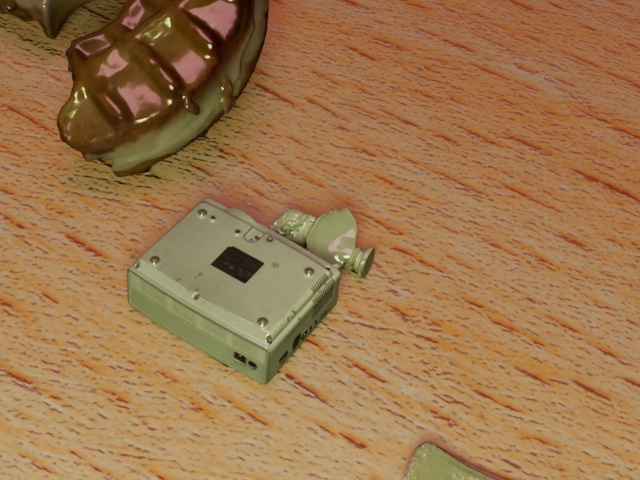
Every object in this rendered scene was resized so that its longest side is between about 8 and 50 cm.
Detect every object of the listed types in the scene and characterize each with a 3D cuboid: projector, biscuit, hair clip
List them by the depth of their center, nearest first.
[{"bbox_3d":[0.130,0.197,0.890,0.137,0.022,0.054,18,48,10],"label":"hair clip"},{"bbox_3d":[-0.073,0.037,0.993,0.147,0.061,0.115,28,48,18],"label":"projector"},{"bbox_3d":[-0.191,-0.243,1.158,0.268,0.115,0.366,-36,62,-6],"label":"biscuit"}]

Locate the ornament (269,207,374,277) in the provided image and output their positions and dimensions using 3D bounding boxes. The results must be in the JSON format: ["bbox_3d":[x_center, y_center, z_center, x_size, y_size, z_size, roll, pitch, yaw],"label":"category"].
[{"bbox_3d":[0.004,0.001,1.048,0.068,0.041,0.092,-33,65,-14],"label":"ornament"}]
